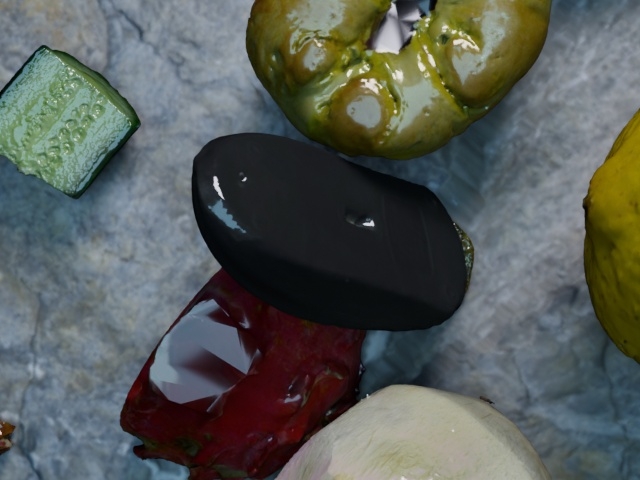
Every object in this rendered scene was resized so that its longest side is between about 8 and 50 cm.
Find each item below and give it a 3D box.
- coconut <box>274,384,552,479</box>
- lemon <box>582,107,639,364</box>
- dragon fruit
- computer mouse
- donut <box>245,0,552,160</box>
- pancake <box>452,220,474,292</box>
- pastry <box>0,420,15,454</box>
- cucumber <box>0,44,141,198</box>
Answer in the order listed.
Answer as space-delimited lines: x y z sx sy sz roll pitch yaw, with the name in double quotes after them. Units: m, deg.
0.069 0.245 0.799 0.230 0.227 0.227 -33 86 -30 "coconut"
0.337 -0.002 0.752 0.293 0.293 0.293 0 91 7 "lemon"
-0.074 0.118 0.874 0.262 0.189 0.163 -52 54 9 "dragon fruit"
0.000 0.000 0.813 0.086 0.269 0.137 -39 47 41 "computer mouse"
0.074 -0.185 0.849 0.261 0.128 0.208 -41 87 6 "donut"
0.090 0.024 0.906 0.108 0.017 0.108 0 91 4 "pancake"
-0.356 0.144 0.941 0.087 0.063 0.169 -23 87 5 "pastry"
-0.238 -0.104 0.924 0.116 0.062 0.115 40 97 -2 "cucumber"
